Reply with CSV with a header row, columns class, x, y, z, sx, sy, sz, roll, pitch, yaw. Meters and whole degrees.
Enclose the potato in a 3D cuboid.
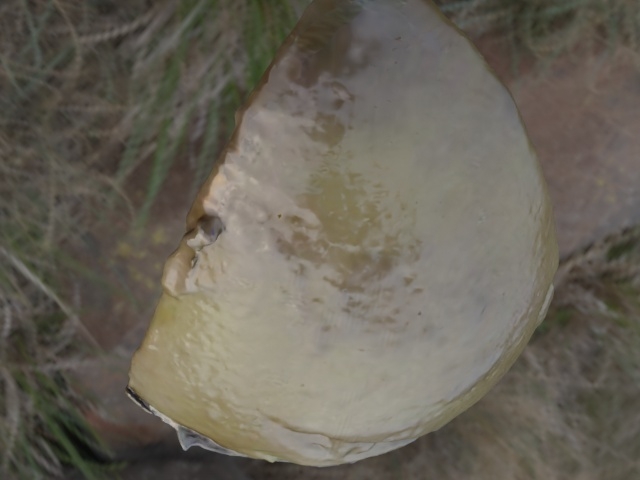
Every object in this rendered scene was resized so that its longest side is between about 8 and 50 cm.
class,x,y,z,sx,sy,sz,roll,pitch,yaw
potato,0.029,0.018,0.849,0.211,0.189,0.264,-52,171,-28
